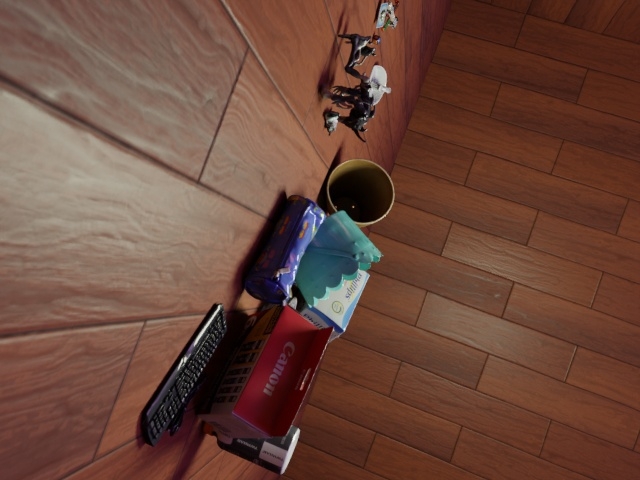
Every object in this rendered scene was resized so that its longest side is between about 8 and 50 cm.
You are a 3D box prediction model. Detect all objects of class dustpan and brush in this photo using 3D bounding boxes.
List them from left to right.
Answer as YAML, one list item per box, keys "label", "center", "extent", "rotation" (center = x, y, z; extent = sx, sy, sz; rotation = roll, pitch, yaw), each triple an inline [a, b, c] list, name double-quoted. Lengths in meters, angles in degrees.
- label: "dustpan and brush"
  center: [0.228, -0.583, 2.193]
  extent: [0.211, 0.060, 0.147]
  rotation: [-39, 147, -71]

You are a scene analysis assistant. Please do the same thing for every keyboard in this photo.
- label: "keyboard"
  center: [-0.286, 0.306, 1.258]
  extent: [0.201, 0.033, 0.317]
  rotation: [99, 15, -47]

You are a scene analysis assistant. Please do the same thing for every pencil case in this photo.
- label: "pencil case"
  center: [-0.088, 0.021, 1.497]
  extent: [0.133, 0.119, 0.306]
  rotation: [-43, -161, 57]

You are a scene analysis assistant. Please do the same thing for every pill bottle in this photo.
- label: "pill bottle"
  center: [-0.191, 0.527, 1.560]
  extent: [0.130, 0.245, 0.130]
  rotation: [20, 90, -82]

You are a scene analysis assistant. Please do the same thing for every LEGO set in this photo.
- label: "LEGO set"
  center: [0.218, -0.777, 1.887]
  extent: [0.182, 0.060, 0.244]
  rotation: [-38, 147, -49]

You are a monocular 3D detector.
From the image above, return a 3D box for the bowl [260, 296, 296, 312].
- label: "bowl"
  center: [-0.141, 0.238, 1.752]
  extent: [0.170, 0.080, 0.170]
  rotation: [20, 90, -79]

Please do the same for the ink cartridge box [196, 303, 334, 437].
- label: "ink cartridge box"
  center: [-0.137, 0.325, 1.443]
  extent: [0.272, 0.130, 0.309]
  rotation: [-25, -147, 51]

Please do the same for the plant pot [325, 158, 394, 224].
- label: "plant pot"
  center: [0.116, -0.141, 2.078]
  extent: [0.254, 0.237, 0.237]
  rotation: [128, -15, -73]

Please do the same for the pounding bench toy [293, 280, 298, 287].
- label: "pounding bench toy"
  center: [-0.083, 0.106, 1.885]
  extent: [0.065, 0.052, 0.083]
  rotation: [67, 43, -74]

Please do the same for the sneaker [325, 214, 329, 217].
- label: "sneaker"
  center: [0.000, 0.000, 2.100]
  extent: [0.128, 0.087, 0.221]
  rotation: [-58, 154, -18]

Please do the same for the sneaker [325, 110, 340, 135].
- label: "sneaker"
  center: [0.031, -0.339, 1.681]
  extent: [0.098, 0.038, 0.069]
  rotation: [-45, 152, -66]

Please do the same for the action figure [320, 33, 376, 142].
- label: "action figure"
  center: [0.081, -0.405, 1.554]
  extent: [0.164, 0.141, 0.276]
  rotation: [-37, 130, -75]

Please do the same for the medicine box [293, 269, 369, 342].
- label: "medicine box"
  center: [0.002, 0.227, 2.002]
  extent: [0.289, 0.149, 0.263]
  rotation: [-44, -167, 47]

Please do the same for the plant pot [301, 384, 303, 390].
- label: "plant pot"
  center: [-0.142, 0.434, 1.840]
  extent: [0.191, 0.191, 0.174]
  rotation: [97, 7, -52]

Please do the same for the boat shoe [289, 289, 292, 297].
- label: "boat shoe"
  center: [-0.114, 0.184, 1.851]
  extent: [0.190, 0.068, 0.072]
  rotation: [97, 5, -51]

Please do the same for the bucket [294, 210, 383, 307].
- label: "bucket"
  center: [0.026, 0.053, 1.713]
  extent: [0.281, 0.183, 0.281]
  rotation: [-35, 172, -6]
